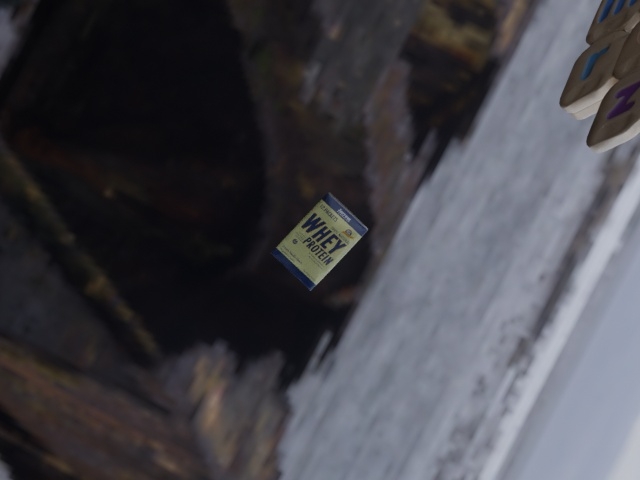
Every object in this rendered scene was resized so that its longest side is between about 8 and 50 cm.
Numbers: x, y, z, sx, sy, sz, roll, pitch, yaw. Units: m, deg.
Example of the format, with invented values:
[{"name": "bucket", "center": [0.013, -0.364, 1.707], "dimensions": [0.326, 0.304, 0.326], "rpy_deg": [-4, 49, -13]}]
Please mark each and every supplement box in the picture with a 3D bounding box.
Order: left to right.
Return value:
[{"name": "supplement box", "center": [0.000, 0.000, 1.897], "dimensions": [0.083, 0.056, 0.083], "rpy_deg": [-47, 180, 2]}]

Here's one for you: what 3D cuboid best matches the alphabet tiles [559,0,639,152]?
[{"name": "alphabet tiles", "center": [0.287, -0.181, 1.323], "dimensions": [0.284, 0.021, 0.278], "rpy_deg": [-27, -151, 48]}]
